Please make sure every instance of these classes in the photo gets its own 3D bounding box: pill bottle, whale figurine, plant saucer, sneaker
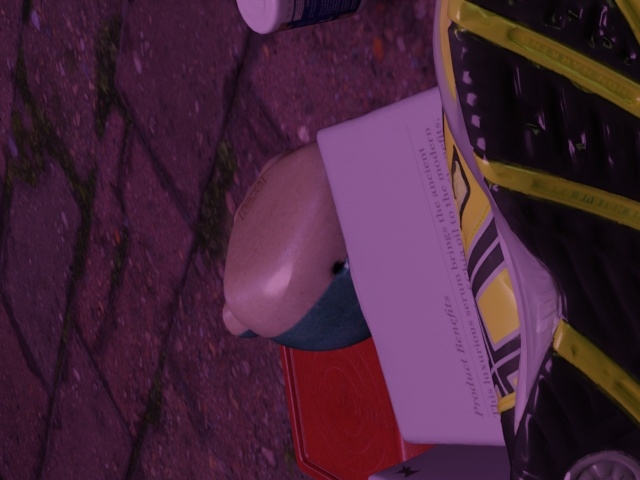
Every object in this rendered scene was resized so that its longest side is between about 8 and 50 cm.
[{"bbox_3d":[-0.002,-0.204,1.056,0.067,0.120,0.067,37,135,48],"label":"pill bottle"},{"bbox_3d":[0.000,0.000,1.165,0.216,0.141,0.272,-59,17,3],"label":"whale figurine"},{"bbox_3d":[0.034,0.145,1.258,0.258,0.047,0.259,18,119,57],"label":"plant saucer"},{"bbox_3d":[0.138,0.021,0.614,0.147,0.145,0.385,-94,-4,-71],"label":"sneaker"}]

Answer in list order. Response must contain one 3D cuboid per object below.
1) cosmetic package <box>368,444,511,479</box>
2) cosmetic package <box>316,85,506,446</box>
[{"bbox_3d":[0.149,0.247,0.996,0.151,0.151,0.184,10,115,59],"label":"cosmetic package"},{"bbox_3d":[0.193,-0.009,0.768,0.453,0.161,0.230,-12,95,61],"label":"cosmetic package"}]
